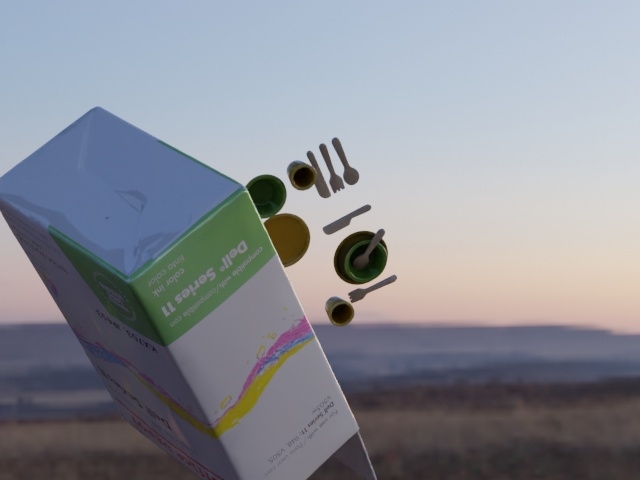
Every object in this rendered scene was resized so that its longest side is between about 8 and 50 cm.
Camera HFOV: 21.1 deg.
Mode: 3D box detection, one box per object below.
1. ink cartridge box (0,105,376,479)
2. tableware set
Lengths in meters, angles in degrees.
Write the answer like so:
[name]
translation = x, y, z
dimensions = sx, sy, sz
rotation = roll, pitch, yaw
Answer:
[ink cartridge box]
translation = -0.101, 0.083, 1.376
dimensions = 0.119, 0.353, 0.207
rotation = -41, 43, -19
[tableware set]
translation = 0.000, 0.000, 1.389
dimensions = 0.104, 0.154, 0.024
rotation = -27, 28, -8
